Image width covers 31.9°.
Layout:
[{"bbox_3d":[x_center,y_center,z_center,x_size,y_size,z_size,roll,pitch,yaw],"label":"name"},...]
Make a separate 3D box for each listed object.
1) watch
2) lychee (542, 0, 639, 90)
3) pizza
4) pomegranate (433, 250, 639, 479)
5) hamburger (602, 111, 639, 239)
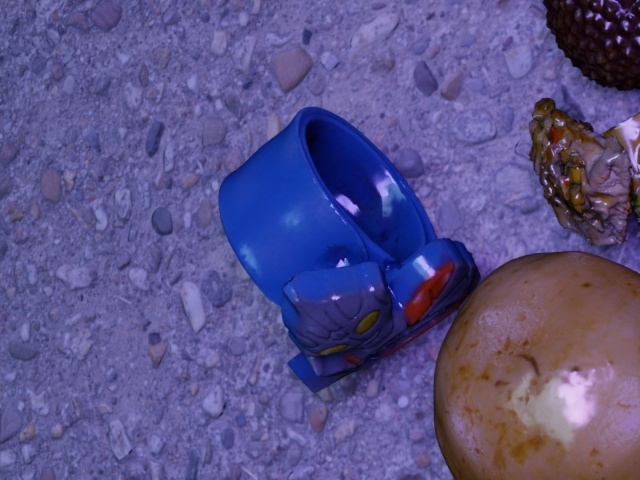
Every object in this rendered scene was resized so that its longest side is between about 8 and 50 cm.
[{"bbox_3d":[0.000,0.000,1.211,0.241,0.305,0.275,-37,72,21],"label":"watch"},{"bbox_3d":[0.311,-0.244,1.122,0.188,0.188,0.188,-6,79,32],"label":"lychee"},{"bbox_3d":[0.255,-0.057,1.121,0.069,0.226,0.147,-16,111,0],"label":"pizza"},{"bbox_3d":[0.234,0.159,1.039,0.307,0.307,0.307,-6,79,32],"label":"pomegranate"},{"bbox_3d":[0.413,-0.065,1.053,0.261,0.138,0.243,-31,67,25],"label":"hamburger"}]
